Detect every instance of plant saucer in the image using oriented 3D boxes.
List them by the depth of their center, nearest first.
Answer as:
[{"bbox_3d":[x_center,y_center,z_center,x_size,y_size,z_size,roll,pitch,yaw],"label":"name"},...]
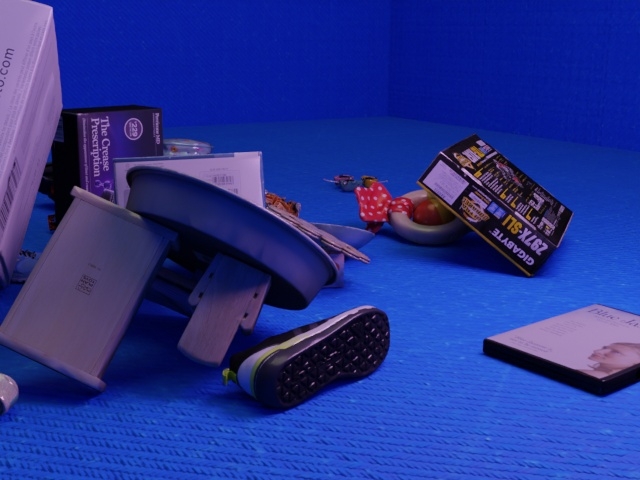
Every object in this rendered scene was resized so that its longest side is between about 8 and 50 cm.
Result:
[{"bbox_3d":[0.000,0.000,1.589,0.195,0.037,0.195,6,-7,1],"label":"plant saucer"}]

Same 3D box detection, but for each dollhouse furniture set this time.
[{"bbox_3d":[-0.228,0.110,1.138,0.286,0.198,0.303,24,-16,5],"label":"dollhouse furniture set"}]

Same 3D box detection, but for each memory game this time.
[{"bbox_3d":[-0.003,-0.009,1.407,0.186,0.012,0.186,29,3,-2],"label":"memory game"}]

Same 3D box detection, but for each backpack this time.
[{"bbox_3d":[-0.334,-0.177,2.181,0.166,0.144,0.188,4,16,-11],"label":"backpack"}]

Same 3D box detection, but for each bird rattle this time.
[{"bbox_3d":[0.204,-0.064,1.773,0.254,0.143,0.207,-8,32,-23],"label":"bird rattle"}]

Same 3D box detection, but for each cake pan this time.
[{"bbox_3d":[-0.120,0.006,1.105,0.293,0.054,0.293,24,-16,7],"label":"cake pan"}]

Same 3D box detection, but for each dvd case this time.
[{"bbox_3d":[0.360,0.134,1.147,0.253,0.022,0.180,-10,17,-38],"label":"dvd case"}]

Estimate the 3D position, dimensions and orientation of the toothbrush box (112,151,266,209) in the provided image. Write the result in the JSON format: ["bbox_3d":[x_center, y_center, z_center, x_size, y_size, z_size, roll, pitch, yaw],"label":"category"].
[{"bbox_3d":[-0.193,-0.046,1.394,0.216,0.126,0.295,-3,-7,-3],"label":"toothbrush box"}]

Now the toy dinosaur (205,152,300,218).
[{"bbox_3d":[-0.162,-0.056,1.687,0.218,0.164,0.322,24,1,23],"label":"toy dinosaur"}]

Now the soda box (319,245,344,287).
[{"bbox_3d":[-0.057,0.046,1.423,0.183,0.058,0.063,-2,13,-16],"label":"soda box"}]

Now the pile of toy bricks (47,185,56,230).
[{"bbox_3d":[-0.450,-0.068,1.837,0.212,0.118,0.105,-10,-18,-6],"label":"pile of toy bricks"}]

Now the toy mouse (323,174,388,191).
[{"bbox_3d":[0.074,-0.148,2.304,0.143,0.031,0.161,-5,14,-24],"label":"toy mouse"}]

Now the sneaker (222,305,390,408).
[{"bbox_3d":[-0.014,0.123,1.041,0.097,0.084,0.235,11,17,42],"label":"sneaker"}]

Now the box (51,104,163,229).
[{"bbox_3d":[-0.389,-0.114,1.644,0.103,0.261,0.184,12,18,41],"label":"box"}]

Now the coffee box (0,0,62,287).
[{"bbox_3d":[-0.580,-0.155,1.261,0.334,0.337,0.338,14,-16,-10],"label":"coffee box"}]

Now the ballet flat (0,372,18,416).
[{"bbox_3d":[-0.405,0.162,0.930,0.168,0.057,0.052,-1,23,-6],"label":"ballet flat"}]

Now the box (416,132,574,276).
[{"bbox_3d":[0.332,-0.077,1.637,0.257,0.079,0.322,39,22,8],"label":"box"}]

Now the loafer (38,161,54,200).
[{"bbox_3d":[-0.536,-0.108,1.973,0.303,0.109,0.095,7,56,29],"label":"loafer"}]

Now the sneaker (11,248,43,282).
[{"bbox_3d":[-0.503,0.028,1.445,0.162,0.073,0.063,-3,13,-13],"label":"sneaker"}]
